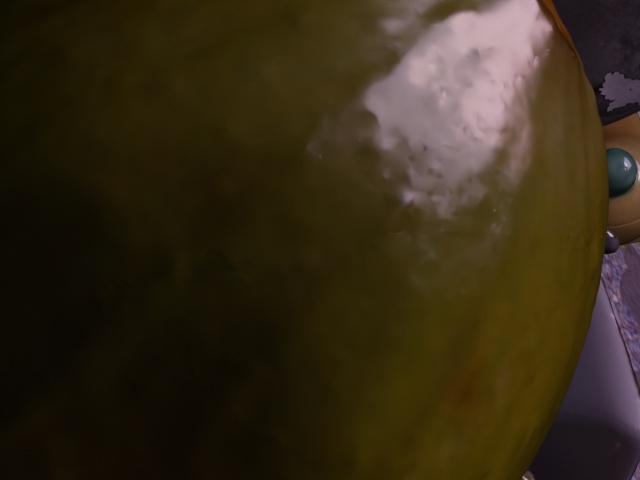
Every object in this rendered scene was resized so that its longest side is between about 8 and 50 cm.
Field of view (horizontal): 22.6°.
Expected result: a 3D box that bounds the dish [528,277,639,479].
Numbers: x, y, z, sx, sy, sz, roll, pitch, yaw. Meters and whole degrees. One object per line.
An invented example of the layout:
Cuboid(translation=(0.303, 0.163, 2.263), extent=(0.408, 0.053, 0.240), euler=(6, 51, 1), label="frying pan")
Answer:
Cuboid(translation=(0.116, 0.131, 1.007), extent=(0.080, 0.243, 0.182), euler=(3, 41, -12), label="dish")

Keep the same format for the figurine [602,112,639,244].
Cuboid(translation=(0.251, -0.132, 1.544), extent=(0.222, 0.124, 0.325), euler=(71, 9, -49), label="figurine")

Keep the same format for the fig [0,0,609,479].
Cuboid(translation=(-0.028, 0.008, 0.694), extent=(0.343, 0.343, 0.343), euler=(41, 27, -26), label="fig")

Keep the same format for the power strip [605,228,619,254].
Cuboid(translation=(0.089, -0.026, 1.087), extent=(0.224, 0.139, 0.140), euler=(29, 17, 15), label="power strip")

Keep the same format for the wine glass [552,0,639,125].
Cuboid(translation=(0.154, -0.145, 1.216), extent=(0.190, 0.357, 0.190), euler=(43, 27, -29), label="wine glass")

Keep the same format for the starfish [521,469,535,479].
Cuboid(translation=(-0.003, 0.001, 0.951), extent=(0.078, 0.357, 0.347), euler=(-25, 113, -29), label="starfish")
